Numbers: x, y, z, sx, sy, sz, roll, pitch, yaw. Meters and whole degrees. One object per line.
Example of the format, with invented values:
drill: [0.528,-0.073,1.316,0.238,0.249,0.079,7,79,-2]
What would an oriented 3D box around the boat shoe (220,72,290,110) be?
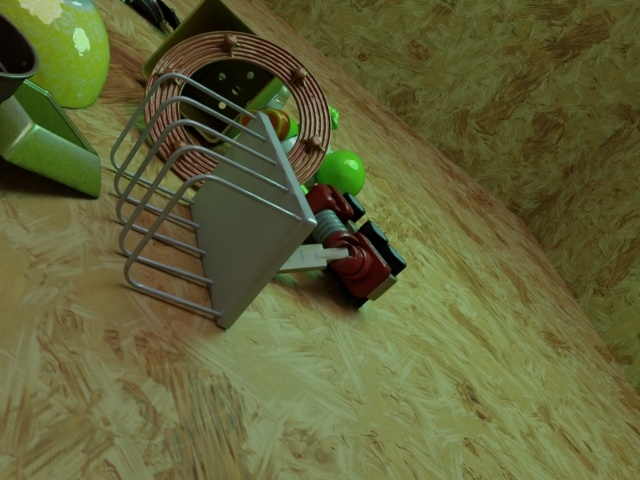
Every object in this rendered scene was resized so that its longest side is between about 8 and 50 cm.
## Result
boat shoe: [-0.201,-0.449,1.739,0.302,0.103,0.113,42,20,-1]

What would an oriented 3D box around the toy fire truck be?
toy fire truck: [0.000,0.000,1.173,0.217,0.158,0.246,56,13,32]

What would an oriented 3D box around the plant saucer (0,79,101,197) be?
plant saucer: [-0.361,-0.152,0.843,0.188,0.045,0.188,48,5,18]

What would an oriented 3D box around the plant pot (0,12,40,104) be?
plant pot: [-0.399,-0.155,0.674,0.167,0.165,0.167,36,20,-15]

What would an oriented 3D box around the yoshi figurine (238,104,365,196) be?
yoshi figurine: [-0.017,-0.161,1.397,0.203,0.203,0.362,64,22,12]

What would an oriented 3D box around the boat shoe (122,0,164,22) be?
boat shoe: [-0.469,-0.606,1.652,0.206,0.065,0.075,49,-18,-14]

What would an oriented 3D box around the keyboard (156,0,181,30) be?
keyboard: [-0.387,-0.583,1.698,0.192,0.038,0.100,48,-12,35]

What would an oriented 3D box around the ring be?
ring: [-0.138,-0.229,1.188,0.336,0.032,0.337,7,69,-18]

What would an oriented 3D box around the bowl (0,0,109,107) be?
bowl: [-0.435,-0.357,1.037,0.289,0.156,0.289,36,21,-16]

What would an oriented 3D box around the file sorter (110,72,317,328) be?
file sorter: [-0.161,-0.064,0.898,0.173,0.193,0.278,24,26,-35]

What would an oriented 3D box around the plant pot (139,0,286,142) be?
plant pot: [-0.196,-0.328,1.379,0.212,0.212,0.187,44,4,6]
